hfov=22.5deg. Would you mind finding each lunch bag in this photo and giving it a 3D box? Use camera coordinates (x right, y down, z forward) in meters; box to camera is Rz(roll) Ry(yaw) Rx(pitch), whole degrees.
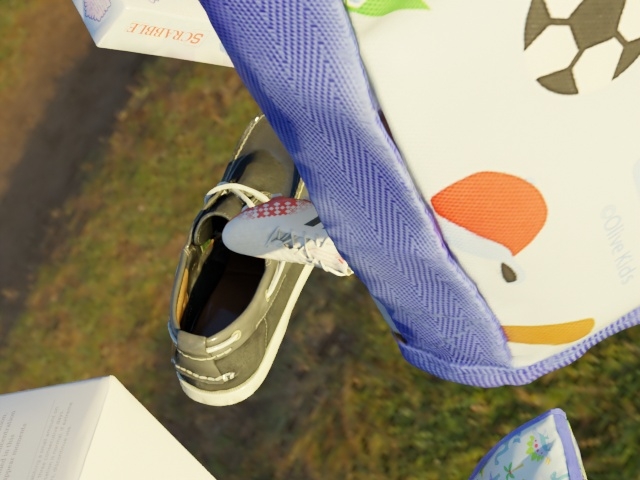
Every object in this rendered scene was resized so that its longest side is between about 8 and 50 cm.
[{"bbox_3d":[0.204,0.243,1.470,0.151,0.096,0.128,112,152,-52],"label":"lunch bag"},{"bbox_3d":[0.078,-0.185,0.490,0.239,0.328,0.385,17,66,29],"label":"lunch bag"}]

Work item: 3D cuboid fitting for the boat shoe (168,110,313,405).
[{"bbox_3d":[-0.048,-0.006,1.094,0.084,0.079,0.233,3,55,21],"label":"boat shoe"}]

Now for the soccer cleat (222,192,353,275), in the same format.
[{"bbox_3d":[0.000,0.000,0.690,0.083,0.029,0.035,0,41,-7],"label":"soccer cleat"}]

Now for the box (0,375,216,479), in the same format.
[{"bbox_3d":[-0.260,0.252,1.251,0.345,0.215,0.168,-12,45,29],"label":"box"}]

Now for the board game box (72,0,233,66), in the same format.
[{"bbox_3d":[-0.184,-0.341,1.885,0.066,0.319,0.318,-47,59,31],"label":"board game box"}]
